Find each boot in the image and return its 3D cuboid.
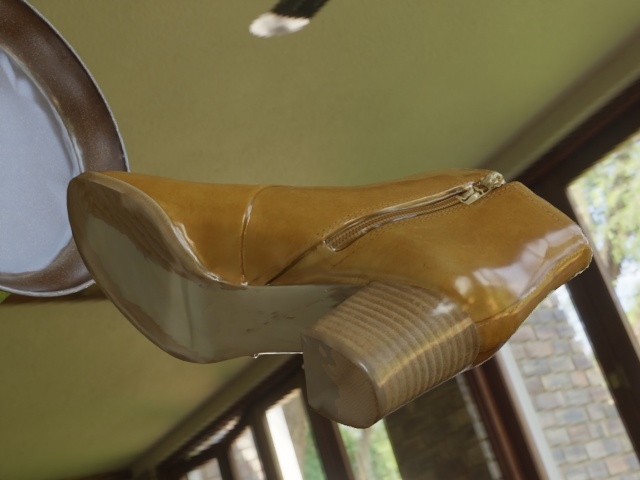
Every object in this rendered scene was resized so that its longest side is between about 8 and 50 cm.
[{"bbox_3d":[0.001,-0.001,0.628,0.211,0.295,0.104,-30,-47,-40],"label":"boot"}]

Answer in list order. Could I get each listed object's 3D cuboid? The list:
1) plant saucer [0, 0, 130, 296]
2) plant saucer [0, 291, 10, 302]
[{"bbox_3d":[-0.281,-0.091,0.814,0.050,0.310,0.311,-26,-24,27],"label":"plant saucer"},{"bbox_3d":[-0.368,0.002,0.921,0.188,0.188,0.045,-51,-23,-44],"label":"plant saucer"}]
